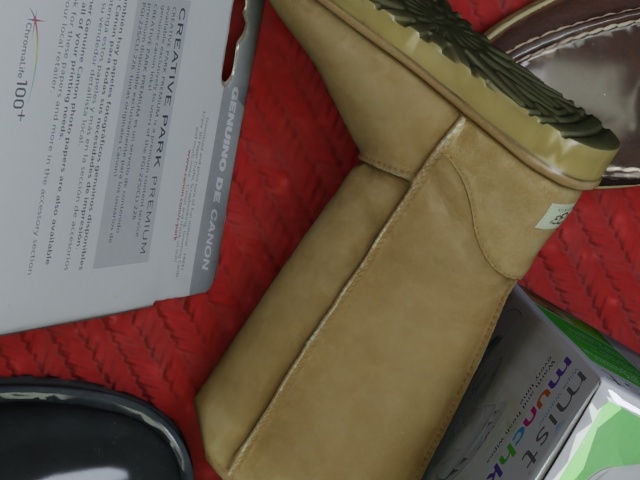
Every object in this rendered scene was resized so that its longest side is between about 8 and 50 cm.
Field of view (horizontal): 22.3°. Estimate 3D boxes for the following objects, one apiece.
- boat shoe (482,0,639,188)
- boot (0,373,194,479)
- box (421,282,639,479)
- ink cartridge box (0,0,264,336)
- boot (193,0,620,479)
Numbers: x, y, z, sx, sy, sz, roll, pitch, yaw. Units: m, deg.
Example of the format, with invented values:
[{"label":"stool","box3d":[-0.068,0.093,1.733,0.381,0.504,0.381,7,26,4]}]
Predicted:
[{"label":"boat shoe","box3d":[0.242,-0.090,0.858,0.342,0.123,0.123,-5,99,-3]},{"label":"boot","box3d":[-0.235,0.193,0.701,0.367,0.445,0.146,-8,100,-3]},{"label":"box","box3d":[0.192,0.155,0.841,0.262,0.231,0.127,30,96,-8]},{"label":"ink cartridge box","box3d":[-0.142,-0.120,0.796,0.130,0.272,0.309,14,98,24]},{"label":"boot","box3d":[0.000,0.000,0.862,0.236,0.089,0.269,43,115,26]}]
